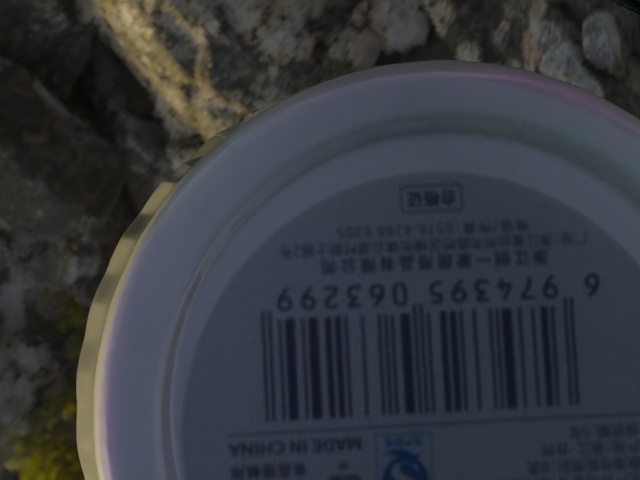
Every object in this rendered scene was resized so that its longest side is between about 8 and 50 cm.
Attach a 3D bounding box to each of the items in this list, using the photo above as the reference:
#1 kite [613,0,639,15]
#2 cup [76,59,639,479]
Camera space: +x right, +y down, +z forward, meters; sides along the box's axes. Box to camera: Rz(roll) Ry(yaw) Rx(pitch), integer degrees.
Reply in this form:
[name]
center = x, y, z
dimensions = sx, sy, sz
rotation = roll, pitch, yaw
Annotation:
[kite]
center = 0.155, -0.210, 0.705
dimensions = 0.314, 0.335, 0.011
rotation = 3, 134, 2
[cup]
center = 0.025, 0.067, 0.542
dimensions = 0.253, 0.371, 0.253
rotation = 0, 85, -2
